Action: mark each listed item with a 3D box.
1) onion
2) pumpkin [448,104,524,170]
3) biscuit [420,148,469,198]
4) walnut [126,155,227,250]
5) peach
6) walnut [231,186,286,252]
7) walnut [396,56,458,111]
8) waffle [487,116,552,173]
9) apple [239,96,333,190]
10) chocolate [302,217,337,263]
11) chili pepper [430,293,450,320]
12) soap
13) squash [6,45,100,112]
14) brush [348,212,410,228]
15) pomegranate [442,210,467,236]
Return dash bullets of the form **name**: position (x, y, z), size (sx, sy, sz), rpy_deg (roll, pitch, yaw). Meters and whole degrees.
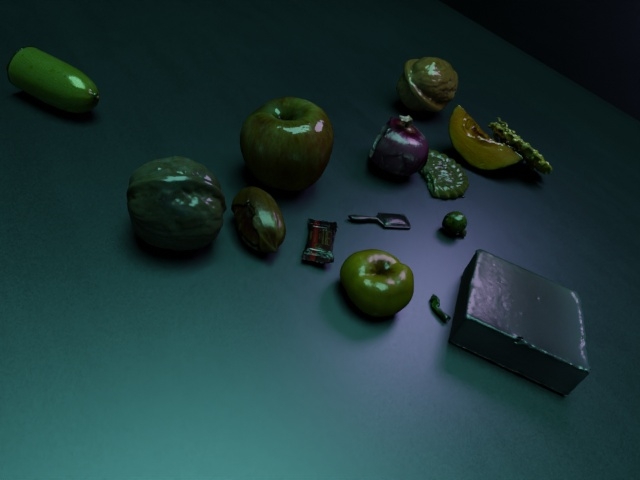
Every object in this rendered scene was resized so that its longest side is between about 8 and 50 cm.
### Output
- **onion**: position (0.263, -0.297, 1.628), size (0.200, 0.201, 0.207), rpy_deg (12, 9, -9)
- **pumpkin**: position (0.581, -0.346, 1.857), size (0.312, 0.148, 0.169), rpy_deg (44, 11, 4)
- **biscuit**: position (0.418, -0.236, 1.715), size (0.187, 0.036, 0.273), rpy_deg (1, 43, -21)
- **walnut**: position (-0.318, -0.084, 1.125), size (0.224, 0.224, 0.224), rpy_deg (11, 40, -10)
- **peach**: position (0.134, 0.094, 1.176), size (0.179, 0.103, 0.179), rpy_deg (9, 45, -9)
- **walnut**: position (-0.149, -0.048, 1.226), size (0.115, 0.116, 0.207), rpy_deg (-11, 56, -31)
- **walnut**: position (0.423, -0.626, 2.009), size (0.257, 0.224, 0.257), rpy_deg (23, 53, -34)
- **waffle**: position (0.744, -0.344, 1.878), size (0.262, 0.060, 0.280), rpy_deg (35, 15, -30)
- **apple**: position (-0.091, -0.259, 1.396), size (0.264, 0.264, 0.264), rpy_deg (11, 40, -10)
- **chocolate**: position (0.000, 0.000, 1.287), size (0.086, 0.028, 0.182), rpy_deg (8, 40, -3)
- **chili pepper**: position (0.288, 0.163, 1.224), size (0.027, 0.022, 0.083), rpy_deg (-25, 50, 1)
- **soap**: position (0.481, 0.180, 1.213), size (0.296, 0.107, 0.285), rpy_deg (26, 41, 7)
- **squash**: position (-0.733, -0.435, 1.409), size (0.247, 0.132, 0.132), rpy_deg (29, 41, 10)
- **brush**: position (0.169, -0.060, 1.429), size (0.193, 0.016, 0.063), rpy_deg (1, 42, -21)
- **pomegranate**: position (0.394, -0.044, 1.472), size (0.073, 0.084, 0.073), rpy_deg (-11, 30, 6)
